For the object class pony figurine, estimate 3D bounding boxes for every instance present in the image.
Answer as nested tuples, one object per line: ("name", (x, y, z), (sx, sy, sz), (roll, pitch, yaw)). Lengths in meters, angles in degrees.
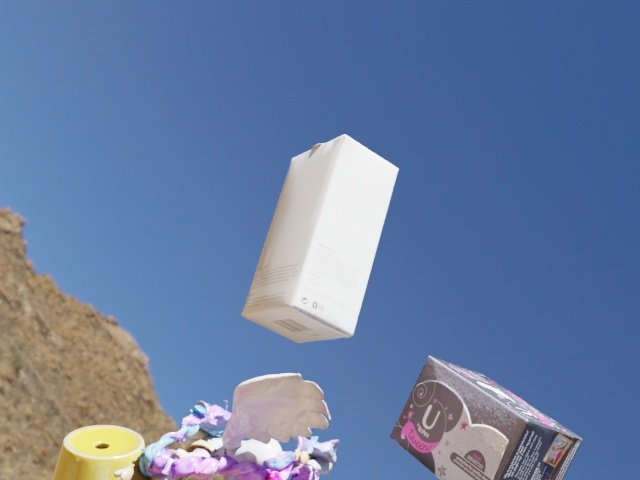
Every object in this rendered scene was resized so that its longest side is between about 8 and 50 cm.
("pony figurine", (-0.110, 0.366, 1.435), (0.351, 0.363, 0.303), (-3, -95, 21))

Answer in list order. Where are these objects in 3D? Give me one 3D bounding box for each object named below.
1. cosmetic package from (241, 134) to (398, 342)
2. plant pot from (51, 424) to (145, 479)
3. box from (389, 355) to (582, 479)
("cosmetic package", (0.000, 0.000, 1.701), (0.155, 0.365, 0.197), (29, -23, -26))
("plant pot", (-0.459, 0.524, 1.796), (0.254, 0.254, 0.239), (19, -73, 48))
("box", (0.253, 0.314, 1.375), (0.142, 0.163, 0.247), (24, 4, -33))
